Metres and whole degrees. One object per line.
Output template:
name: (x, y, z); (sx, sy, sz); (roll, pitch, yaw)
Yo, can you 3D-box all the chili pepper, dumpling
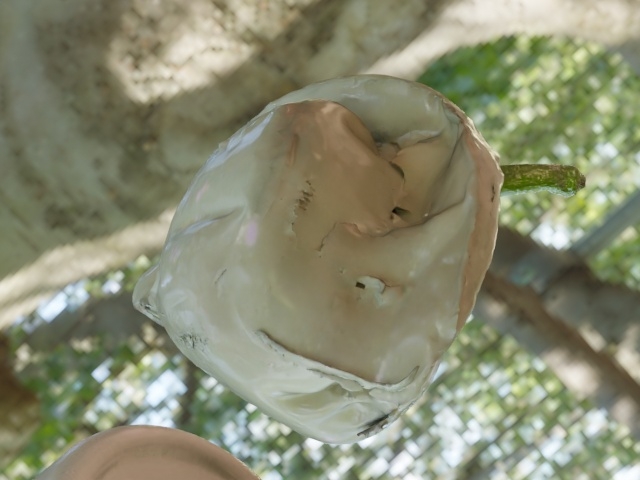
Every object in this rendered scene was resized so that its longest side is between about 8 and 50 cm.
chili pepper: (0.069, -0.020, 0.751); (0.030, 0.083, 0.017); (58, -154, -76)
dumpling: (0.000, 0.000, 0.650); (0.118, 0.136, 0.199); (32, 166, -36)

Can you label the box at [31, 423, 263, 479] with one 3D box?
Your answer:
box: (-0.141, 0.209, 0.999); (0.291, 0.206, 0.262); (36, -145, -15)
